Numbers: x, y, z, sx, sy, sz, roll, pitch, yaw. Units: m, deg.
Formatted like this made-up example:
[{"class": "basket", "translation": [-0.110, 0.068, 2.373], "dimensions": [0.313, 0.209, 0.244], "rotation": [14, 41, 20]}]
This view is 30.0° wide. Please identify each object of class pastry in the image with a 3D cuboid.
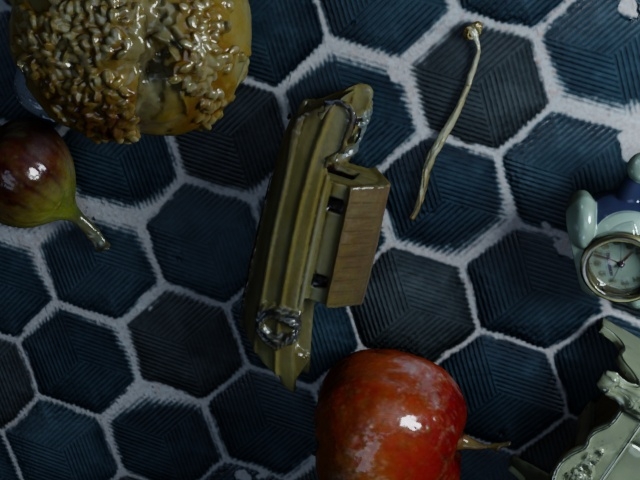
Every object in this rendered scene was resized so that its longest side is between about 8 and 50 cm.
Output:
[{"class": "pastry", "translation": [-0.240, -0.254, 1.517], "dimensions": [0.315, 0.184, 0.284], "rotation": [4, 111, -11]}]

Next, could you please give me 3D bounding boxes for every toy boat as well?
[{"class": "toy boat", "translation": [0.000, 0.000, 1.625], "dimensions": [0.162, 0.136, 0.445], "rotation": [19, 116, 10]}]

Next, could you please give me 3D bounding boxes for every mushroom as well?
[{"class": "mushroom", "translation": [0.168, -0.154, 1.585], "dimensions": [0.028, 0.026, 0.286], "rotation": [24, 115, 21]}]

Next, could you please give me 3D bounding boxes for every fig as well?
[{"class": "fig", "translation": [-0.405, -0.059, 1.690], "dimensions": [0.143, 0.160, 0.231], "rotation": [-28, 122, -18]}]

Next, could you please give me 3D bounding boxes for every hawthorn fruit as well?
[{"class": "hawthorn fruit", "translation": [0.122, 0.268, 1.632], "dimensions": [0.271, 0.242, 0.242], "rotation": [-1, 108, 2]}]

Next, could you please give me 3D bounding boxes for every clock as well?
[{"class": "clock", "translation": [0.437, -0.023, 1.501], "dimensions": [0.243, 0.146, 0.200], "rotation": [-11, 111, 21]}]

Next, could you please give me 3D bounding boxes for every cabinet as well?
[{"class": "cabinet", "translation": [0.440, 0.317, 1.571], "dimensions": [0.318, 0.227, 0.290], "rotation": [29, 113, 2]}]

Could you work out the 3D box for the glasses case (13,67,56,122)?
[{"class": "glasses case", "translation": [-0.341, -0.296, 1.626], "dimensions": [0.109, 0.067, 0.282], "rotation": [20, 110, -1]}]
